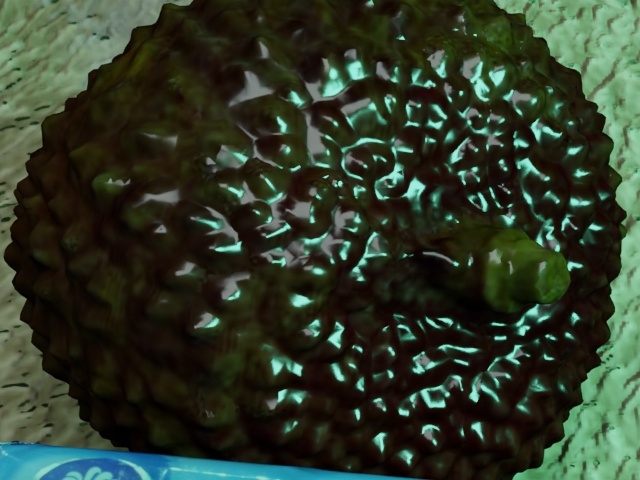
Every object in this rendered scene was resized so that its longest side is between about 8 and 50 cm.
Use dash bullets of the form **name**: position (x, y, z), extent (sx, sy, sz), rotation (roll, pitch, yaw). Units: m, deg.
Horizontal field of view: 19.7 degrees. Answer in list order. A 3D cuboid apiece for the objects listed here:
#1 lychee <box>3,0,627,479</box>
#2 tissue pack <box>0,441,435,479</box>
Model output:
- **lychee**: position (0.000, 0.000, 0.848), extent (0.276, 0.276, 0.304), rotation (-48, 28, -26)
- **tissue pack**: position (-0.006, 0.191, 0.754), extent (0.263, 0.198, 0.146), rotation (5, 54, 7)
